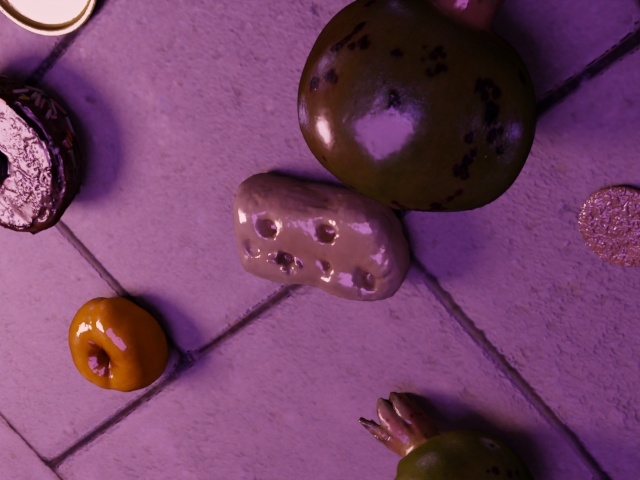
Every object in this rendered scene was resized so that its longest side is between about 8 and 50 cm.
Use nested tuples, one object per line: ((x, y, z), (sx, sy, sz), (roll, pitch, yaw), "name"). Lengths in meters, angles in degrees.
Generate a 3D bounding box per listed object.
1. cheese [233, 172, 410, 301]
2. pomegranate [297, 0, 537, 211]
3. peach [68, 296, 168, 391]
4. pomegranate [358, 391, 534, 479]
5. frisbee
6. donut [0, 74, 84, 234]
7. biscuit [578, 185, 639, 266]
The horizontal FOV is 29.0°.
((-0.001, 0.001, 1.748), (0.263, 0.093, 0.159), (11, 125, 24), "cheese")
((0.136, -0.181, 1.442), (0.291, 0.291, 0.323), (44, 122, -1), "pomegranate")
((-0.338, 0.171, 2.047), (0.179, 0.103, 0.179), (14, 128, 19), "peach")
((0.181, 0.349, 1.809), (0.302, 0.236, 0.236), (59, 139, 31), "pomegranate")
((-0.413, -0.406, 1.777), (0.236, 0.017, 0.236), (15, 126, 21), "frisbee")
((-0.486, -0.138, 1.937), (0.269, 0.103, 0.270), (14, 123, 23), "donut")
((0.384, -0.017, 1.561), (0.120, 0.015, 0.120), (16, 127, 22), "biscuit")
